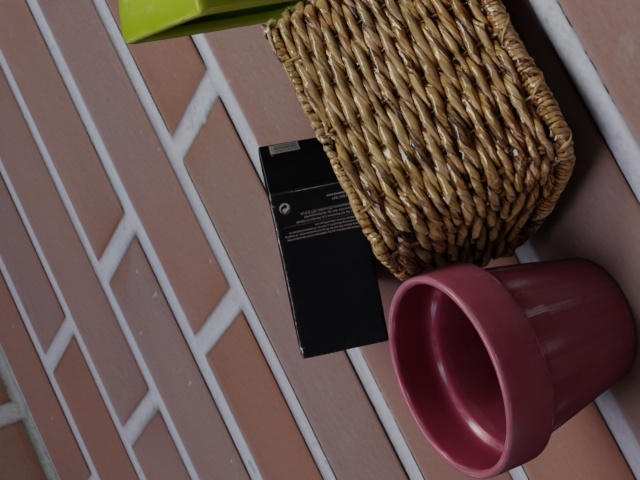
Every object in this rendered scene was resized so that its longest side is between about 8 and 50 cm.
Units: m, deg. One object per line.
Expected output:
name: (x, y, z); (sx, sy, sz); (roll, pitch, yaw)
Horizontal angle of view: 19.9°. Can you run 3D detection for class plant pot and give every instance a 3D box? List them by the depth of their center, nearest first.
plant pot: (0.191, 0.103, 1.739); (0.201, 0.180, 0.201); (40, 140, 45)
plant pot: (-0.094, -0.339, 1.952); (0.228, 0.227, 0.207); (-4, 97, 63)

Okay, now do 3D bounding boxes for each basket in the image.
basket: (0.120, -0.125, 1.804); (0.299, 0.223, 0.213); (63, -170, 23)

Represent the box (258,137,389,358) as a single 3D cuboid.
box: (0.000, 0.000, 2.012); (0.261, 0.103, 0.184); (-107, 8, -75)
